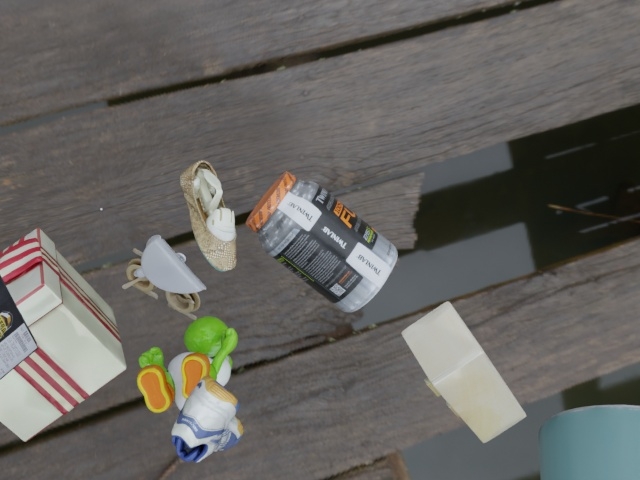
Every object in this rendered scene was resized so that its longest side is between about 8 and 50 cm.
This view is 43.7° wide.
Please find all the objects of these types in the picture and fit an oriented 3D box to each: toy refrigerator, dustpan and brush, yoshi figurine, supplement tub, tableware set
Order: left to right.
[{"bbox_3d":[-0.335,0.059,1.660,0.147,0.211,0.060,52,40,-21],"label":"dustpan and brush"},{"bbox_3d":[-0.364,0.110,1.818,0.194,0.128,0.039,27,43,10],"label":"tableware set"},{"bbox_3d":[-0.291,0.267,1.840,0.203,0.362,0.203,33,94,6],"label":"yoshi figurine"},{"bbox_3d":[0.000,0.000,1.795,0.316,0.193,0.194,38,82,-11],"label":"supplement tub"},{"bbox_3d":[0.220,0.209,1.215,0.094,0.102,0.269,-34,141,5],"label":"toy refrigerator"}]

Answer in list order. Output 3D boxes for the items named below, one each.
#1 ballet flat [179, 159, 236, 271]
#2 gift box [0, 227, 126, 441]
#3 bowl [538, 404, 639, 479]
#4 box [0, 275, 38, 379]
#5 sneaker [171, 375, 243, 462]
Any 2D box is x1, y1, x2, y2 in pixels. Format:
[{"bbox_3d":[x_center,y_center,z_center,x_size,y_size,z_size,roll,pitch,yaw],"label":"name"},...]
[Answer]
[{"bbox_3d":[-0.179,-0.048,1.312,0.073,0.067,0.206,-1,55,-43],"label":"ballet flat"},{"bbox_3d":[-0.526,0.148,1.397,0.255,0.276,0.258,-38,124,-6],"label":"gift box"},{"bbox_3d":[0.343,0.299,0.749,0.311,0.311,0.163,32,61,-14],"label":"bowl"},{"bbox_3d":[-0.456,-0.010,0.873,0.295,0.293,0.073,37,60,16],"label":"box"},{"bbox_3d":[-0.224,0.353,1.490,0.111,0.296,0.131,32,66,15],"label":"sneaker"}]
